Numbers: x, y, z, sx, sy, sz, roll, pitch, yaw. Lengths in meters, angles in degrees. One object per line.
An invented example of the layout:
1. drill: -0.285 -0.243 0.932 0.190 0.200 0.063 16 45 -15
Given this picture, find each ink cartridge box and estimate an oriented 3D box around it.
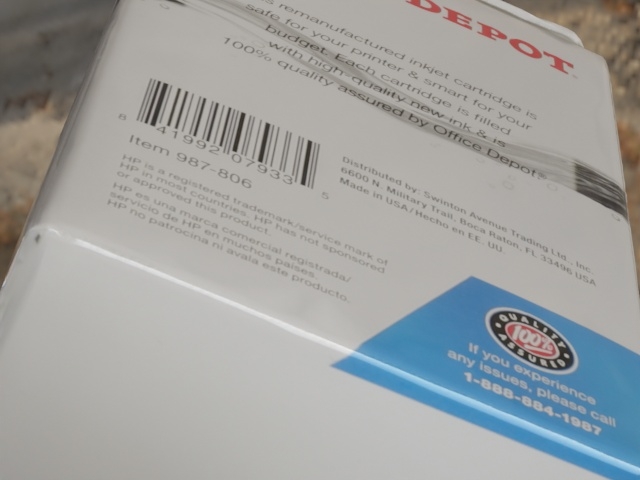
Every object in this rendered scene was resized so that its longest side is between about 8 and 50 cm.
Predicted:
1. ink cartridge box: 0.000 0.000 0.931 0.285 0.395 0.166 23 122 -9
